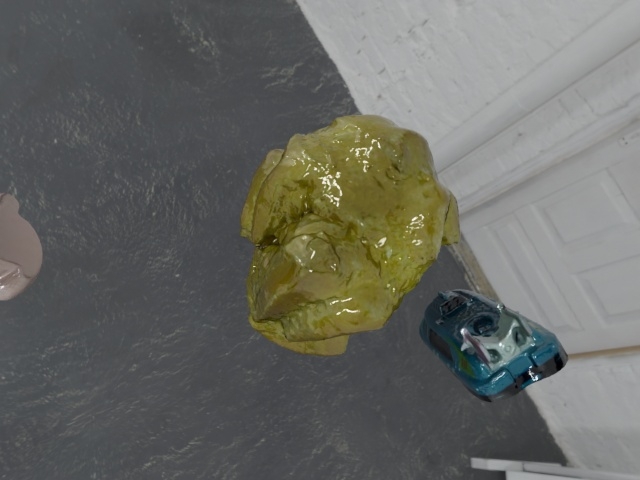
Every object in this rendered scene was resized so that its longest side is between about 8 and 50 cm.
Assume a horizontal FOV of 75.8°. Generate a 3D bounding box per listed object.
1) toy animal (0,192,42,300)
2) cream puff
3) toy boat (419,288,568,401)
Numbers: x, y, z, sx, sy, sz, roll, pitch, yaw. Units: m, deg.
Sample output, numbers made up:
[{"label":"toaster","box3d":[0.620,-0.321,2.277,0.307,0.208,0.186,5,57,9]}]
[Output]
[{"label":"toy animal","box3d":[-0.423,0.030,0.456,0.124,0.213,0.124,-17,90,-76]},{"label":"cream puff","box3d":[0.000,-0.008,0.552,0.274,0.323,0.270,51,47,7]},{"label":"toy boat","box3d":[0.218,0.117,0.610,0.134,0.299,0.092,-32,96,-1]}]
